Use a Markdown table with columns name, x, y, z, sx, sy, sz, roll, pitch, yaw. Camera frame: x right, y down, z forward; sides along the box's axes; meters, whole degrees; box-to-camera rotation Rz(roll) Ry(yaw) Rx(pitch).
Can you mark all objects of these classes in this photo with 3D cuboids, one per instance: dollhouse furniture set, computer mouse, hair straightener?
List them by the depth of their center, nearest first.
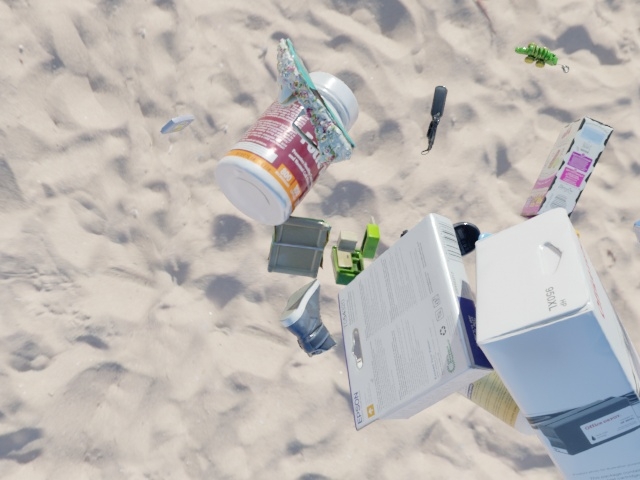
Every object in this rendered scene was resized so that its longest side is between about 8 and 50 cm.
| name | x | y | z | sx | sy | sz | roll | pitch | yaw |
| --- | --- | --- | --- | --- | --- | --- | --- | --- | --- |
| dollhouse furniture set | 0.000 | 0.000 | 1.659 | 0.301 | 0.151 | 0.197 | 8 | 123 | -8 |
| hair straightener | 0.366 | -0.392 | 1.866 | 0.047 | 0.089 | 0.230 | 18 | 100 | 14 |
| computer mouse | 0.429 | 0.011 | 2.020 | 0.272 | 0.072 | 0.188 | -21 | 99 | 8 |

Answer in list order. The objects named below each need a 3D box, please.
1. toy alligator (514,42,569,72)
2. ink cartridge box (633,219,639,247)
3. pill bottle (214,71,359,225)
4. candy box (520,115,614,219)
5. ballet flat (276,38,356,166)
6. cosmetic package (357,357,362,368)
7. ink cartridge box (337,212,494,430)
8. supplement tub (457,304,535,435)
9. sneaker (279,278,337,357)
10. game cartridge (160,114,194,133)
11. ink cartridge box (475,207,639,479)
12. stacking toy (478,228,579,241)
| name | x | y | z | sx | sy | sz | roll | pitch | yaw |
| --- | --- | --- | --- | --- | --- | --- | --- | --- | --- |
| toy alligator | 0.687 | -0.559 | 1.739 | 0.189 | 0.051 | 0.056 | 17 | 84 | -7 |
| ink cartridge box | 0.781 | 0.090 | 0.995 | 0.151 | 0.395 | 0.270 | -29 | 108 | -4 |
| pill bottle | -0.074 | -0.248 | 1.494 | 0.224 | 0.224 | 0.392 | 41 | 63 | -11 |
| candy box | 0.548 | -0.148 | 1.285 | 0.071 | 0.159 | 0.233 | 24 | 95 | 5 |
| ballet flat | -0.027 | -0.234 | 0.992 | 0.077 | 0.091 | 0.241 | -31 | 87 | 10 |
| cosmetic package | 0.217 | 0.391 | 1.905 | 0.239 | 0.099 | 0.060 | -26 | 92 | -3 |
| ink cartridge box | 0.165 | 0.167 | 1.124 | 0.071 | 0.330 | 0.324 | 15 | 49 | -28 |
| supplement tub | 0.465 | 0.318 | 1.372 | 0.316 | 0.228 | 0.228 | 30 | 77 | 31 |
| sneaker | -0.017 | 0.214 | 1.540 | 0.086 | 0.226 | 0.163 | -33 | 102 | 29 |
| game cartridge | -0.334 | -0.274 | 1.345 | 0.056 | 0.083 | 0.017 | -35 | 91 | 30 |
| ink cartridge box | 0.408 | 0.188 | 0.917 | 0.166 | 0.285 | 0.395 | -25 | 111 | 26 |
| stacking toy | 0.574 | 0.030 | 1.526 | 0.175 | 0.302 | 0.166 | 10 | 70 | -20 |
